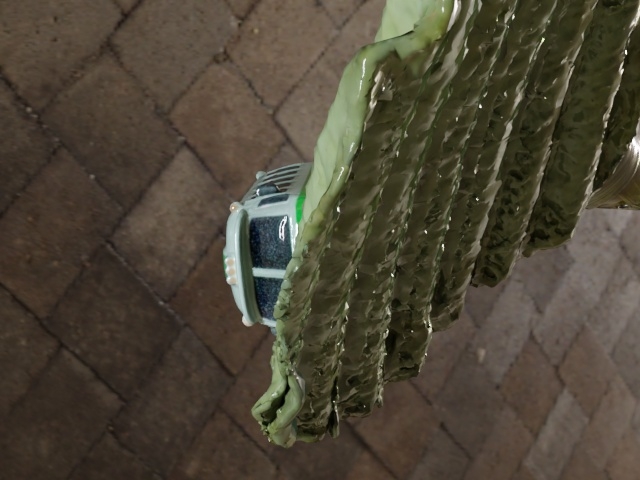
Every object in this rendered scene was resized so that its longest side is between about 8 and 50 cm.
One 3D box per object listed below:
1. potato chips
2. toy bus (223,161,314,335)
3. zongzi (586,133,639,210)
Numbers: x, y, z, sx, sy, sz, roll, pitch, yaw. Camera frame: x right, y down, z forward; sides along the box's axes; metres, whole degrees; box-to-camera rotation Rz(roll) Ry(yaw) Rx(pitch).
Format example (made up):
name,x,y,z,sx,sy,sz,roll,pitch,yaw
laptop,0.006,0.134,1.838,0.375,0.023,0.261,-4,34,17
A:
name,x,y,z,sx,sy,sz,roll,pitch,yaw
potato chips,0.086,-0.045,0.599,0.358,0.070,0.429,-43,155,-29
toy bus,0.000,0.000,1.004,0.276,0.164,0.134,-71,155,-79
zongzi,0.176,-0.111,1.053,0.247,0.241,0.111,44,52,-48
